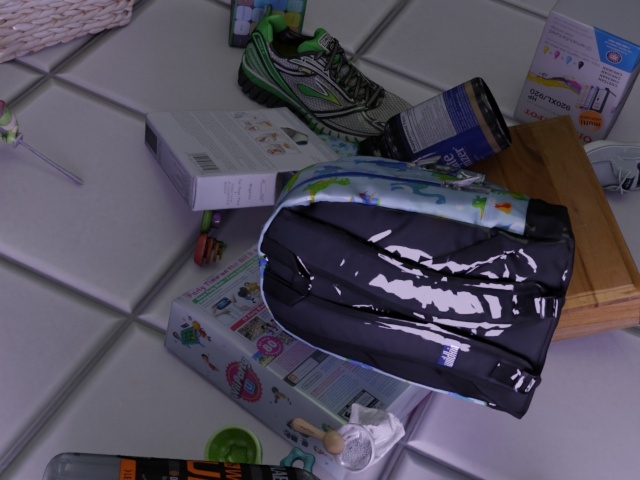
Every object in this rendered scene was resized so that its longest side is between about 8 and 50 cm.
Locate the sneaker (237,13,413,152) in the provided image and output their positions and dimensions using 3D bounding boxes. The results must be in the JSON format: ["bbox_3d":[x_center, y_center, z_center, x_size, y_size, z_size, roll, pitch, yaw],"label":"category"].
[{"bbox_3d":[0.014,-0.261,1.912,0.343,0.146,0.134,27,43,14],"label":"sneaker"}]

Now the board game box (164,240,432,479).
[{"bbox_3d":[-0.016,0.137,1.500,0.303,0.097,0.224,35,44,20],"label":"board game box"}]

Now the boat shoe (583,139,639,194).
[{"bbox_3d":[0.512,-0.120,1.939,0.227,0.079,0.081,-8,41,-27],"label":"boat shoe"}]

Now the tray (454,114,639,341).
[{"bbox_3d":[0.337,-0.027,1.746,0.203,0.076,0.411,-11,43,2],"label":"tray"}]

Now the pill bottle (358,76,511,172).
[{"bbox_3d":[0.177,-0.159,1.795,0.219,0.123,0.123,-24,41,16],"label":"pill bottle"}]

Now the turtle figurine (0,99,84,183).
[{"bbox_3d":[-0.545,-0.144,1.667,0.266,0.274,0.198,21,61,39],"label":"turtle figurine"}]

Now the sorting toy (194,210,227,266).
[{"bbox_3d":[-0.154,-0.006,1.648,0.042,0.061,0.102,11,64,-4],"label":"sorting toy"}]

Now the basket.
[{"bbox_3d":[-0.513,-0.518,1.964,0.328,0.266,0.331,-26,54,-36],"label":"basket"}]

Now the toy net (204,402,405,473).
[{"bbox_3d":[-0.014,0.256,1.324,0.232,0.045,0.122,-15,66,4],"label":"toy net"}]

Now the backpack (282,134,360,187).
[{"bbox_3d":[0.002,-0.115,1.794,0.114,0.084,0.105,14,38,6],"label":"backpack"}]

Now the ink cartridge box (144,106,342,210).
[{"bbox_3d":[-0.119,-0.131,1.743,0.239,0.060,0.275,-4,27,-23],"label":"ink cartridge box"}]

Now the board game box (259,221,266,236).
[{"bbox_3d":[0.000,0.000,1.708,0.154,0.026,0.103,-15,48,-28],"label":"board game box"}]

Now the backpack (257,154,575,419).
[{"bbox_3d":[0.099,0.034,1.395,0.355,0.290,0.273,5,34,-2],"label":"backpack"}]

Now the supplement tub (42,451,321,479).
[{"bbox_3d":[-0.121,0.330,1.174,0.338,0.207,0.207,6,42,-10],"label":"supplement tub"}]

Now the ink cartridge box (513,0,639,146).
[{"bbox_3d":[0.474,-0.313,2.027,0.171,0.232,0.168,27,45,14],"label":"ink cartridge box"}]

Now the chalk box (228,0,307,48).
[{"bbox_3d":[-0.095,-0.429,2.080,0.132,0.132,0.213,6,43,-9],"label":"chalk box"}]
